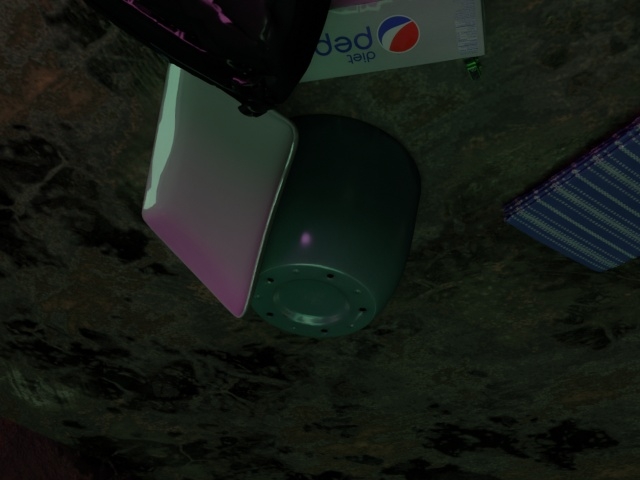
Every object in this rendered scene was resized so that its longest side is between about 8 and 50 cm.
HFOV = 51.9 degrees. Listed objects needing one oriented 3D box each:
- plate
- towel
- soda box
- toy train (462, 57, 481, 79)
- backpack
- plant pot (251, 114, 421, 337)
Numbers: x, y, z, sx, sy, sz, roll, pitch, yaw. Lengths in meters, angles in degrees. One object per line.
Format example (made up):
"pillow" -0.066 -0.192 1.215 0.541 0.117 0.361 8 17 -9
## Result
"plate" -0.138 -0.083 0.880 0.045 0.278 0.277 -9 127 -43
"towel" 0.471 -0.074 0.970 0.243 0.040 0.336 26 140 -22
"soda box" 0.045 -0.258 0.770 0.286 0.098 0.091 -5 137 16
"toy train" 0.183 -0.237 0.827 0.017 0.023 0.083 -15 135 27
"backpack" -0.154 -0.303 0.587 0.356 0.273 0.290 23 -177 0
"plant pot" 0.000 0.000 0.985 0.293 0.235 0.293 6 140 5
